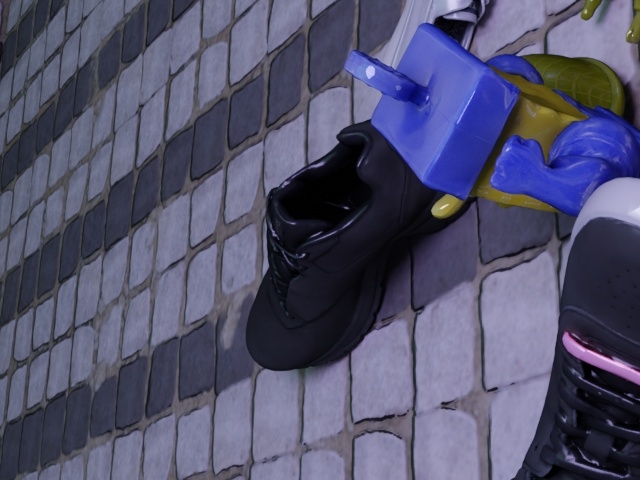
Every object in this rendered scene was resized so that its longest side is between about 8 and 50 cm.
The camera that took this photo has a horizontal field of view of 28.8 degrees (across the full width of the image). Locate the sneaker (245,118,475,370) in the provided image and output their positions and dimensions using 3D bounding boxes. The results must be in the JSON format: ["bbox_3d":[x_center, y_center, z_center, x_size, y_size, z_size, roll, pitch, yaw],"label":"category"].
[{"bbox_3d":[0.000,0.000,0.963,0.109,0.130,0.286,56,131,29],"label":"sneaker"}]

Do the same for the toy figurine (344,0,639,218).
[{"bbox_3d":[0.113,-0.091,0.673,0.362,0.217,0.191,-117,44,-63],"label":"toy figurine"}]

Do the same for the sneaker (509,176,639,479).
[{"bbox_3d":[0.129,0.099,0.555,0.104,0.296,0.147,30,69,27],"label":"sneaker"}]

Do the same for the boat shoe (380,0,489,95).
[{"bbox_3d":[0.098,-0.180,0.952,0.063,0.066,0.184,41,114,47],"label":"boat shoe"}]
